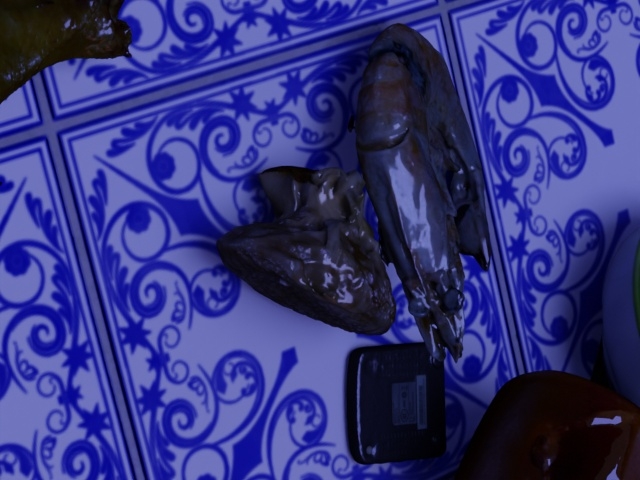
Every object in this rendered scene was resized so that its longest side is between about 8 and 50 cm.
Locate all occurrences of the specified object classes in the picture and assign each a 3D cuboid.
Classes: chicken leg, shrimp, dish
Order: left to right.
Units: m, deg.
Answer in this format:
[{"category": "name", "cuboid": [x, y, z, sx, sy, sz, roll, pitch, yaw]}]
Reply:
[{"category": "chicken leg", "cuboid": [-0.309, -0.142, 1.693, 0.361, 0.140, 0.211, -10, 89, -32]}, {"category": "shrimp", "cuboid": [0.119, -0.049, 2.007, 0.247, 0.085, 0.360, 9, 70, -60]}, {"category": "dish", "cuboid": [0.412, 0.128, 2.220, 0.324, 0.124, 0.324, 25, 55, -40]}]

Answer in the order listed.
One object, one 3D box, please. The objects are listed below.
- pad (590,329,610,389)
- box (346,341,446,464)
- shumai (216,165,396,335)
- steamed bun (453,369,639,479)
[{"category": "pad", "cuboid": [0.396, 0.186, 2.302, 0.211, 0.003, 0.143, 22, 78, -34]}, {"category": "box", "cuboid": [0.082, 0.173, 2.058, 0.125, 0.027, 0.126, -3, 93, -36]}, {"category": "shumai", "cuboid": [0.000, 0.000, 1.911, 0.209, 0.161, 0.153, 28, 72, -33]}, {"category": "steamed bun", "cuboid": [0.276, 0.297, 2.065, 0.379, 0.248, 0.235, 41, 65, -41]}]
